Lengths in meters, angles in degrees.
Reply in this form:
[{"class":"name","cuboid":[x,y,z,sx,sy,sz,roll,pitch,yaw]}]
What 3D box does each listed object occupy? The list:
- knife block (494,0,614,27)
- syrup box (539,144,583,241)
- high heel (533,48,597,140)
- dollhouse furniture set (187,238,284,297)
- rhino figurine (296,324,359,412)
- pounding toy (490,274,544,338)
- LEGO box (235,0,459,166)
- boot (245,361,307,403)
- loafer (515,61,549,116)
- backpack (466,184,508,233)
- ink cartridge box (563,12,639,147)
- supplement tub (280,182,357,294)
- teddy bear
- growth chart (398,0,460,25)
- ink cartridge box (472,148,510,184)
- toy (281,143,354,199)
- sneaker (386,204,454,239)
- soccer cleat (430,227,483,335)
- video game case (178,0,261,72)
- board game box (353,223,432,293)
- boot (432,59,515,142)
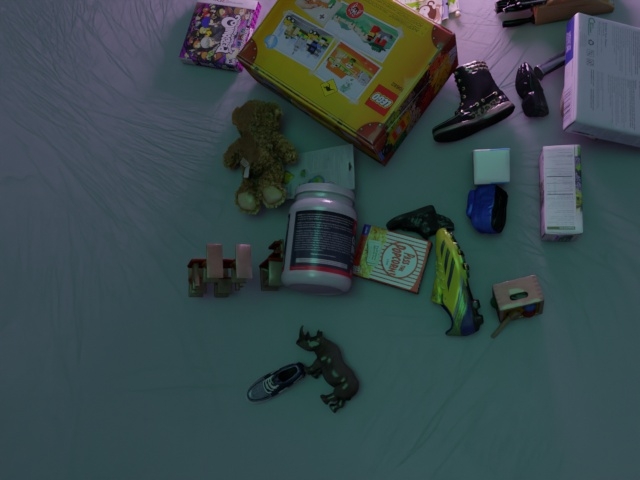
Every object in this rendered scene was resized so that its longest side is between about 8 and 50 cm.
[{"class":"knife block","cuboid":[0.640,-0.662,1.832,0.276,0.242,0.088,4,76,-32]},{"class":"syrup box","cuboid":[0.624,-0.121,1.702,0.096,0.093,0.237,-1,78,12]},{"class":"high heel","cuboid":[0.720,-0.409,1.754,0.186,0.093,0.261,-30,80,-9]},{"class":"dollhouse furniture set","cuboid":[-0.231,0.066,1.791,0.259,0.262,0.135,2,74,-21]},{"class":"rhino figurine","cuboid":[0.013,0.331,1.756,0.106,0.073,0.243,-35,71,5]},{"class":"pounding toy","cuboid":[0.490,0.170,1.662,0.141,0.130,0.100,-15,63,9]},{"class":"LEGO box","cuboid":[0.078,-0.511,1.851,0.500,0.193,0.372,37,91,17]},{"class":"boot","cuboid":[-0.129,0.382,1.770,0.190,0.086,0.069,-31,73,5]},{"class":"loafer","cuboid":[0.583,-0.411,1.801,0.061,0.062,0.170,4,69,-24]},{"class":"backpack","cuboid":[0.442,-0.077,1.736,0.101,0.098,0.120,-4,75,42]},{"class":"ink cartridge box","cuboid":[0.795,-0.403,1.691,0.330,0.071,0.324,12,71,-8]},{"class":"supplement tub","cuboid":[0.000,0.000,1.763,0.191,0.191,0.272,3,75,13]},{"class":"teddy bear","cuboid":[-0.171,-0.237,1.893,0.245,0.113,0.338,-34,61,28]},{"class":"growth chart","cuboid":[0.298,-0.689,1.938,0.237,0.021,0.172,-13,77,11]},{"class":"ink cartridge box","cuboid":[0.452,-0.196,1.741,0.092,0.143,0.090,-2,95,12]},{"class":"toy","cuboid":[-0.011,-0.188,1.880,0.237,0.056,0.137,-6,74,18]},{"class":"sneaker","cuboid":[0.272,-0.039,1.787,0.170,0.051,0.089,-21,71,3]},{"class":"soccer cleat","cuboid":[0.335,0.110,1.712,0.121,0.093,0.289,-17,80,16]},{"class":"video game case","cuboid":[-0.316,-0.655,2.058,0.210,0.042,0.232,14,82,17]},{"class":"board game box","cuboid":[0.193,0.050,1.789,0.193,0.045,0.147,15,82,15]},{"class":"boot","cuboid":[0.396,-0.386,1.818,0.236,0.085,0.178,-22,72,1]}]
